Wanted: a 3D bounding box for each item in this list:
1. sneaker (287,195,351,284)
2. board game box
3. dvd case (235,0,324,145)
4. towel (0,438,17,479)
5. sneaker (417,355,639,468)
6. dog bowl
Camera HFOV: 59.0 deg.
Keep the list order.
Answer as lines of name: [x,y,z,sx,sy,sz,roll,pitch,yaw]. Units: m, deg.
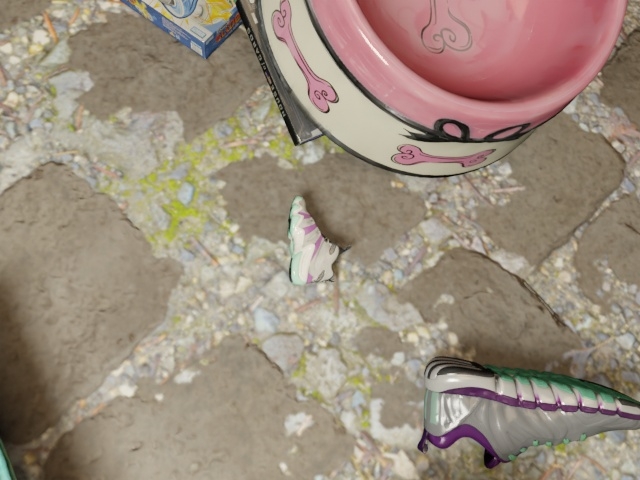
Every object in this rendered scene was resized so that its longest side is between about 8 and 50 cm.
sneaker: [0.000,0.000,0.615,0.069,0.038,0.098,1,80,-10]
board game box: [-0.181,-0.333,0.708,0.201,0.035,0.136,35,70,5]
dvd case: [0.043,-0.239,0.676,0.239,0.030,0.179,-25,97,-16]
towel: [-0.346,0.251,0.390,0.272,0.040,0.370,-22,72,-22]
sneaker: [0.208,0.182,0.569,0.224,0.083,0.098,10,90,0]
dog bowl: [0.143,-0.280,0.610,0.409,0.150,0.407,1,88,-15]
